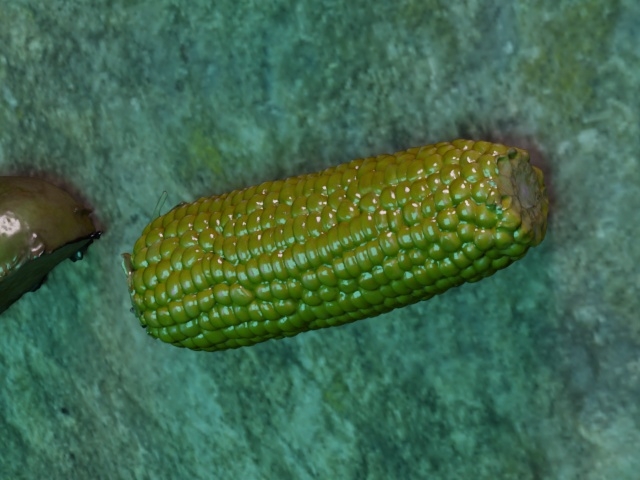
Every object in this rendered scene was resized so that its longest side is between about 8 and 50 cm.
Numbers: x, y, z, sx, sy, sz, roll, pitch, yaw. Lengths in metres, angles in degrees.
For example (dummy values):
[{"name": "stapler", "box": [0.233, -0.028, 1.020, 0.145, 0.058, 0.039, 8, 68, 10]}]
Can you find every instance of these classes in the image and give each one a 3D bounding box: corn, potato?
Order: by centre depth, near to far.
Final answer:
[{"name": "corn", "box": [0.003, 0.003, 0.995, 0.260, 0.091, 0.091, -15, 137, 35]}, {"name": "potato", "box": [-0.233, 0.010, 1.144, 0.172, 0.100, 0.089, -35, 84, 40]}]
